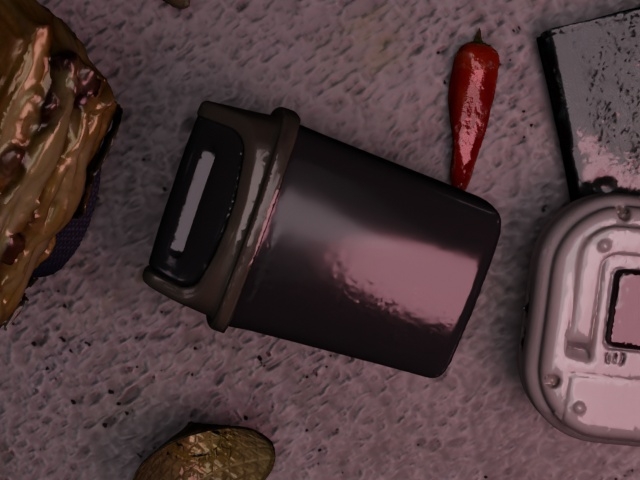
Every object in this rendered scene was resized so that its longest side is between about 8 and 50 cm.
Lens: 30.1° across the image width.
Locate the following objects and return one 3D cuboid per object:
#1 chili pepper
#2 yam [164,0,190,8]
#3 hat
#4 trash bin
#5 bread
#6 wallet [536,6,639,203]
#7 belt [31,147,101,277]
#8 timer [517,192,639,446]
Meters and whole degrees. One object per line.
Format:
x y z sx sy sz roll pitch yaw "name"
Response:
0.144 -0.119 1.167 0.045 0.027 0.178 9 98 -4 "chili pepper"
-0.250 -0.320 1.109 0.317 0.071 0.067 29 131 -6 "yam"
-0.123 0.206 1.180 0.146 0.067 0.146 -13 138 -12 "hat"
0.000 0.000 1.102 0.290 0.182 0.209 18 95 -9 "trash bin"
-0.315 -0.112 0.964 0.324 0.167 0.277 33 105 19 "bread"
0.323 -0.067 1.171 0.172 0.045 0.318 -13 98 2 "wallet"
-0.280 -0.078 1.109 0.139 0.126 0.231 9 97 25 "belt"
0.322 0.079 1.125 0.262 0.087 0.237 6 98 -5 "timer"
